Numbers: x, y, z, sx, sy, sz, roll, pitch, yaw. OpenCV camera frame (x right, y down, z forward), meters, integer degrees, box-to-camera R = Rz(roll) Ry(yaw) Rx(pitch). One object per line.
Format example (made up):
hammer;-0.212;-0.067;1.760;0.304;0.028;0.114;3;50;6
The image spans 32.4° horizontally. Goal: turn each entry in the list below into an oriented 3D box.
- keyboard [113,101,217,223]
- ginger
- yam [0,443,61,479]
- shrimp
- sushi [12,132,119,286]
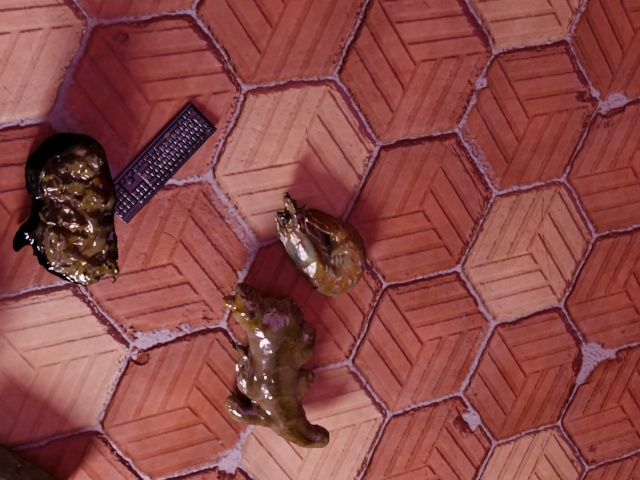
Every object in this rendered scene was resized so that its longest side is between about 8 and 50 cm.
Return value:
keyboard;-0.241;-0.115;1.639;0.198;0.010;0.063;-47;119;-5
ginger;-0.081;0.206;1.792;0.166;0.080;0.333;-10;119;-7
yam;-0.451;0.382;1.650;0.194;0.107;0.107;40;87;-31
shrimp;0.000;-0.001;1.774;0.115;0.051;0.217;-44;120;-14
sushi;-0.358;-0.043;1.546;0.147;0.115;0.213;-2;110;-20
